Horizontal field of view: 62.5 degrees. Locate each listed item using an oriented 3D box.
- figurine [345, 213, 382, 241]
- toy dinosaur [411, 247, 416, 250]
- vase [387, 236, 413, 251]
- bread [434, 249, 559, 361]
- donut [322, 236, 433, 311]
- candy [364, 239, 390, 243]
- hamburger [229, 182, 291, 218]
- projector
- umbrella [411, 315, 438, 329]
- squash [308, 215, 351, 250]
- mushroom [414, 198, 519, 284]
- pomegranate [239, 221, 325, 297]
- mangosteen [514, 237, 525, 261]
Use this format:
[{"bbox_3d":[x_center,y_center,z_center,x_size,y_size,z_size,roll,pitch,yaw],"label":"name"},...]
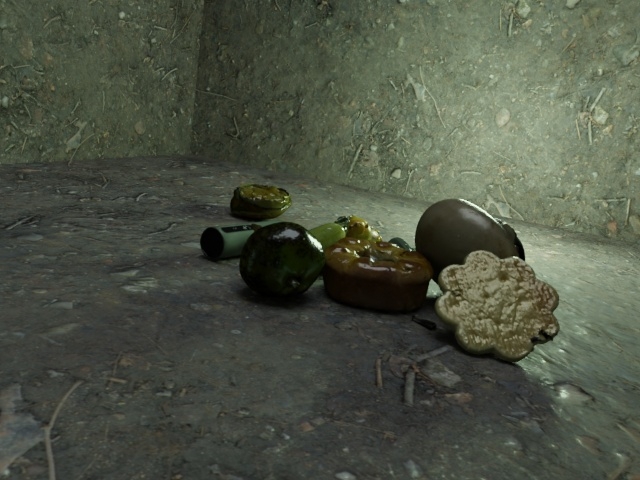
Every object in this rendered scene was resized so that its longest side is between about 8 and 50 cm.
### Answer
[{"bbox_3d":[0.164,-0.026,2.115,0.246,0.131,0.156,16,44,-52],"label":"figurine"},{"bbox_3d":[0.401,0.038,2.187,0.062,0.021,0.083,8,8,25],"label":"toy dinosaur"},{"bbox_3d":[0.316,0.063,1.920,0.086,0.086,0.214,4,19,-20],"label":"vase"},{"bbox_3d":[0.439,0.162,1.326,0.316,0.054,0.316,-1,57,1],"label":"bread"},{"bbox_3d":[0.159,0.095,1.529,0.317,0.150,0.299,19,17,32],"label":"donut"},{"bbox_3d":[0.188,0.040,1.901,0.097,0.096,0.209,3,7,-25],"label":"candy"},{"bbox_3d":[-0.265,-0.167,2.353,0.266,0.134,0.285,14,21,7],"label":"hamburger"},{"bbox_3d":[-0.241,-0.006,1.762,0.108,0.108,0.338,18,16,33],"label":"projector"},{"bbox_3d":[0.277,0.217,1.393,0.083,0.020,0.031,14,13,41],"label":"umbrella"},{"bbox_3d":[0.008,0.014,1.637,0.288,0.137,0.137,-24,31,-32],"label":"squash"},{"bbox_3d":[0.464,0.021,1.597,0.295,0.362,0.362,-38,28,-9],"label":"mushroom"},{"bbox_3d":[-0.120,0.053,1.445,0.222,0.203,0.277,10,-6,-30],"label":"pomegranate"},{"bbox_3d":[0.619,0.051,1.923,0.243,0.242,0.243,9,14,-2],"label":"mangosteen"}]
